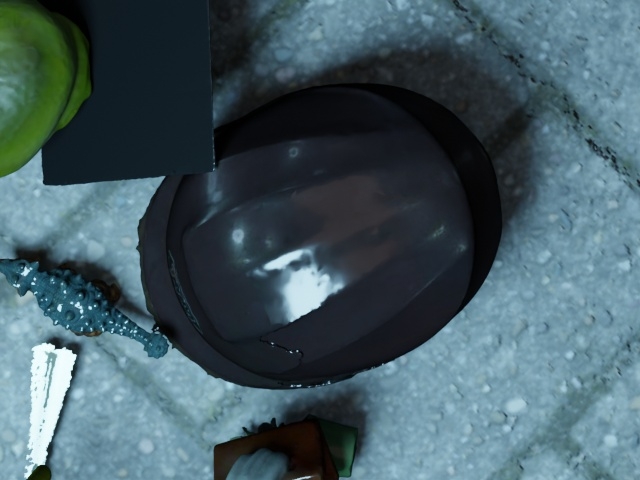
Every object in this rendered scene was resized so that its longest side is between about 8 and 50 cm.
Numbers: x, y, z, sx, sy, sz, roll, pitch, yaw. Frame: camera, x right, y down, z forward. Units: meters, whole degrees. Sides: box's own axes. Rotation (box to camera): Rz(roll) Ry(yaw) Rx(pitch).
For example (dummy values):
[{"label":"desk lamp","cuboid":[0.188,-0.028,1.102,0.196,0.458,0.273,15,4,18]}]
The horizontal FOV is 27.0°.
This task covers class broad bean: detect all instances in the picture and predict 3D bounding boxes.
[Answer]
[{"label":"broad bean","cuboid":[-0.257,-0.113,1.015,0.174,0.082,0.124,-41,105,-2]}]

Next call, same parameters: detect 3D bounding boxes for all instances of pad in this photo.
[{"label":"pad","cuboid":[-0.154,-0.195,1.017,0.202,0.005,0.300,-2,90,41]}]

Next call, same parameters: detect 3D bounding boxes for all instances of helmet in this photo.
[{"label":"helmet","cuboid":[0.000,0.000,1.004,0.305,0.177,0.225,-27,93,-2]}]

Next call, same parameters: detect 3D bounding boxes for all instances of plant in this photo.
[{"label":"plant","cuboid":[-0.022,0.162,1.067,0.102,0.051,0.051,7,90,5]}]

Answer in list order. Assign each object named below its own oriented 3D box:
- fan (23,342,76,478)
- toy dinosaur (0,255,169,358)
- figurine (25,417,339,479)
[{"label":"fan","cuboid":[-0.254,0.286,1.080,0.233,0.012,0.414,16,93,-2]},{"label":"toy dinosaur","cuboid":[-0.188,0.051,1.059,0.154,0.055,0.049,27,88,3]},{"label":"figurine","cuboid":[-0.068,0.270,0.984,0.338,0.204,0.283,44,74,4]}]
